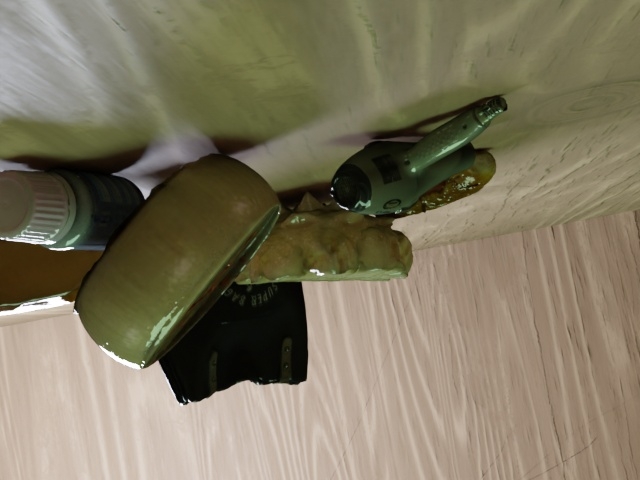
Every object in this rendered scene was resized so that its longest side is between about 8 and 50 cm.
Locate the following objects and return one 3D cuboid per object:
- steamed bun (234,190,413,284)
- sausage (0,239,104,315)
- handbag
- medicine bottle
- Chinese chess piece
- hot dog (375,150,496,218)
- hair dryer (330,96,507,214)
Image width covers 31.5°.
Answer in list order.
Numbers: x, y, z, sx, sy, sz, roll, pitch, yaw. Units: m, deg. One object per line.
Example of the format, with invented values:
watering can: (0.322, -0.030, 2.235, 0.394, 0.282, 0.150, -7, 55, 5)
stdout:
steamed bun: (0.000, 0.000, 1.717, 0.295, 0.137, 0.292, -2, 176, -37)
sausage: (-0.366, 0.028, 1.387, 0.241, 0.120, 0.136, -10, -170, -12)
handbag: (-0.153, 0.116, 1.876, 0.342, 0.288, 0.152, -7, 169, -41)
medicine bottle: (-0.254, -0.031, 1.136, 0.083, 0.083, 0.203, -12, 176, 18)
Chinese chess piece: (-0.149, 0.021, 1.207, 0.250, 0.103, 0.250, -50, 176, -4)
hot dog: (0.159, -0.076, 1.654, 0.088, 0.061, 0.286, -21, -179, -23)
hair dryer: (0.142, -0.105, 1.303, 0.225, 0.088, 0.219, -29, 174, 25)
